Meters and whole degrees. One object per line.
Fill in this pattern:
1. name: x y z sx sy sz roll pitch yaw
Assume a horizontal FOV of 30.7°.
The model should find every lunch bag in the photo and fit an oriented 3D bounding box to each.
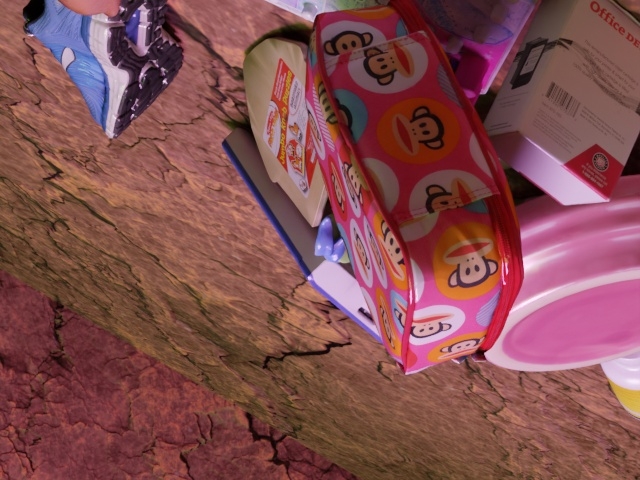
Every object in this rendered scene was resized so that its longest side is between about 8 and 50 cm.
1. lunch bag: 0.069 -0.035 1.020 0.120 0.293 0.258 -15 153 -9

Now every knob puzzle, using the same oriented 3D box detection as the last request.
1. knob puzzle: -0.029 -0.140 1.283 0.213 0.030 0.213 38 137 48

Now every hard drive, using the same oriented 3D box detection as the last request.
1. hard drive: 0.000 0.000 1.453 0.210 0.040 0.319 41 -171 -39

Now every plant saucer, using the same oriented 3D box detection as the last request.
1. plant saucer: 0.278 0.050 1.194 0.332 0.084 0.332 -9 153 -5

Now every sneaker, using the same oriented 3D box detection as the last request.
1. sneaker: -0.251 -0.237 1.334 0.147 0.130 0.330 37 159 10

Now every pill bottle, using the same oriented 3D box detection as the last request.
1. pill bottle: 0.421 0.159 1.514 0.103 0.103 0.184 12 157 32

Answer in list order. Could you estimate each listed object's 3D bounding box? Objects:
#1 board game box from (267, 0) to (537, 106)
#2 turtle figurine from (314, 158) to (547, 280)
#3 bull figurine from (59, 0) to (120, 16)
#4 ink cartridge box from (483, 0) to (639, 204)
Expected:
1. board game box: 0.004 -0.274 0.996 0.390 0.050 0.390 24 160 2
2. turtle figurine: 0.135 -0.063 1.254 0.266 0.198 0.274 -15 174 30
3. bull figurine: -0.231 -0.311 1.017 0.188 0.101 0.310 52 161 11
4. ink cartridge box: 0.215 -0.122 0.981 0.109 0.150 0.063 33 163 -21
